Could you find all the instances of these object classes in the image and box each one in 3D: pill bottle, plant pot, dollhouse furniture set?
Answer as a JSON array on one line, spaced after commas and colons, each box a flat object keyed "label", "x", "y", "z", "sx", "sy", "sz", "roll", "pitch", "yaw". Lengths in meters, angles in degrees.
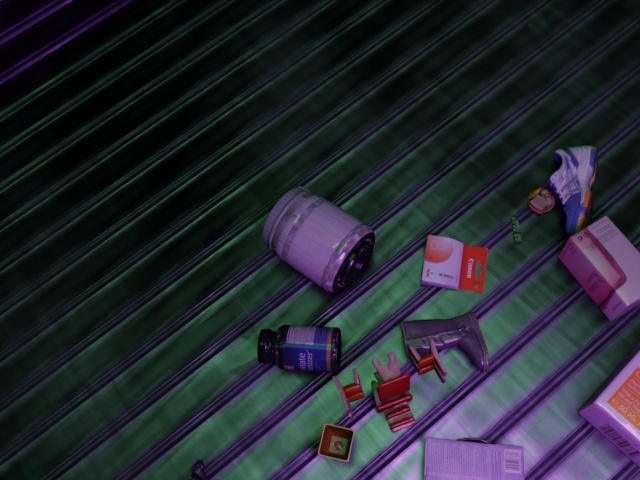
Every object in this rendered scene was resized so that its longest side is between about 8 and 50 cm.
[{"label": "pill bottle", "x": -0.056, "y": 0.294, "z": 1.739, "sx": 0.219, "sy": 0.123, "sz": 0.123, "roll": 1, "pitch": 67, "yaw": 8}, {"label": "plant pot", "x": 0.044, "y": 0.527, "z": 1.645, "sx": 0.081, "sy": 0.083, "sz": 0.081, "roll": 10, "pitch": 67, "yaw": 11}, {"label": "dollhouse furniture set", "x": 0.186, "y": 0.382, "z": 1.596, "sx": 0.262, "sy": 0.259, "sz": 0.135, "roll": -21, "pitch": 63, "yaw": -2}]

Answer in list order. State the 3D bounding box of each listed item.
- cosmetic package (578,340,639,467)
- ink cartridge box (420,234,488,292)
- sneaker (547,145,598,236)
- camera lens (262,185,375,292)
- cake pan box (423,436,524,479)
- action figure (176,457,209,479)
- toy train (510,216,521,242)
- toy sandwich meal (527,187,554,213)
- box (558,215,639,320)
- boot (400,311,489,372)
[{"label": "cosmetic package", "x": 0.895, "y": 0.339, "z": 1.588, "sx": 0.453, "sy": 0.161, "sz": 0.230, "roll": -43, "pitch": 69, "yaw": -13}, {"label": "ink cartridge box", "x": 0.386, "y": 0.068, "z": 1.831, "sx": 0.179, "sy": 0.045, "sz": 0.145, "roll": 7, "pitch": 68, "yaw": 12}, {"label": "sneaker", "x": 0.730, "y": -0.141, "z": 1.864, "sx": 0.131, "sy": 0.112, "sz": 0.296, "roll": 4, "pitch": 64, "yaw": 27}, {"label": "camera lens", "x": 0.000, "y": 0.000, "z": 1.808, "sx": 0.274, "sy": 0.219, "sz": 0.219, "roll": 33, "pitch": 74, "yaw": 19}, {"label": "cake pan box", "x": 0.376, "y": 0.625, "z": 1.574, "sx": 0.245, "sy": 0.070, "sz": 0.267, "roll": 3, "pitch": 67, "yaw": 5}, {"label": "action figure", "x": -0.264, "y": 0.692, "z": 1.581, "sx": 0.164, "sy": 0.141, "sz": 0.275, "roll": -37, "pitch": 65, "yaw": -22}, {"label": "toy train", "x": 0.575, "y": -0.032, "z": 1.867, "sx": 0.023, "sy": 0.017, "sz": 0.083, "roll": 1, "pitch": 66, "yaw": -3}, {"label": "toy sandwich meal", "x": 0.655, "y": -0.120, "z": 1.888, "sx": 0.085, "sy": 0.029, "sz": 0.085, "roll": -2, "pitch": 66, "yaw": 6}, {"label": "box", "x": 0.780, "y": 0.077, "z": 1.722, "sx": 0.127, "sy": 0.148, "sz": 0.232, "roll": -30, "pitch": 66, "yaw": -6}, {"label": "boot", "x": 0.334, "y": 0.286, "z": 1.723, "sx": 0.208, "sy": 0.076, "sz": 0.190, "roll": -9, "pitch": 51, "yaw": -5}]
